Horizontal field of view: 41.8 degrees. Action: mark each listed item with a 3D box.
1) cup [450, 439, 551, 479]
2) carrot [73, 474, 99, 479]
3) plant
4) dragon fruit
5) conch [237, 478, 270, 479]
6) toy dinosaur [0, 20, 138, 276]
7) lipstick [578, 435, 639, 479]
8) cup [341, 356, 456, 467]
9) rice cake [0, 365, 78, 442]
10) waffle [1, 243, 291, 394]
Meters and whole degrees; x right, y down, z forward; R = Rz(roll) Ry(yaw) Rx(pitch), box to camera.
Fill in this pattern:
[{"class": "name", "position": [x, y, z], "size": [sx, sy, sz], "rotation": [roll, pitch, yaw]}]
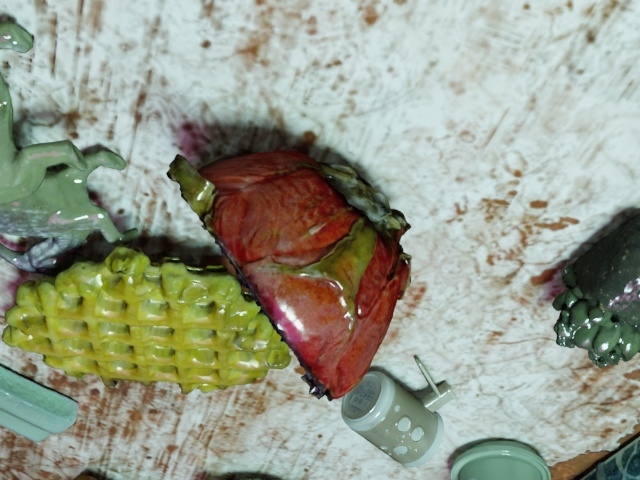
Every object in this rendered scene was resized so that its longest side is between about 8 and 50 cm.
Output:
[{"class": "cup", "position": [0.213, 0.319, 0.985], "size": [0.120, 0.141, 0.120], "rotation": [4, 136, 4]}, {"class": "carrot", "position": [-0.236, 0.440, 1.119], "size": [0.254, 0.196, 0.196], "rotation": [26, 131, -28]}, {"class": "plant", "position": [0.266, 0.045, 0.745], "size": [0.095, 0.092, 0.143], "rotation": [13, 127, -18]}, {"class": "dragon fruit", "position": [0.002, 0.003, 0.679], "size": [0.148, 0.218, 0.223], "rotation": [-33, 88, -4]}, {"class": "conch", "position": [-0.079, 0.361, 1.077], "size": [0.153, 0.102, 0.135], "rotation": [48, 140, 4]}, {"class": "toy dinosaur", "position": [-0.256, -0.051, 0.698], "size": [0.162, 0.077, 0.294], "rotation": [-19, 133, 12]}, {"class": "lipstick", "position": [0.377, 0.289, 0.984], "size": [0.076, 0.077, 0.289], "rotation": [22, 131, -15]}, {"class": "cup", "position": [0.087, 0.187, 0.908], "size": [0.102, 0.074, 0.099], "rotation": [-32, 124, 31]}, {"class": "rice cake", "position": [-0.387, 0.165, 0.949], "size": [0.080, 0.042, 0.222], "rotation": [-34, 124, 30]}, {"class": "waffle", "position": [-0.170, 0.095, 0.837], "size": [0.291, 0.051, 0.291], "rotation": [1, 145, 1]}]
